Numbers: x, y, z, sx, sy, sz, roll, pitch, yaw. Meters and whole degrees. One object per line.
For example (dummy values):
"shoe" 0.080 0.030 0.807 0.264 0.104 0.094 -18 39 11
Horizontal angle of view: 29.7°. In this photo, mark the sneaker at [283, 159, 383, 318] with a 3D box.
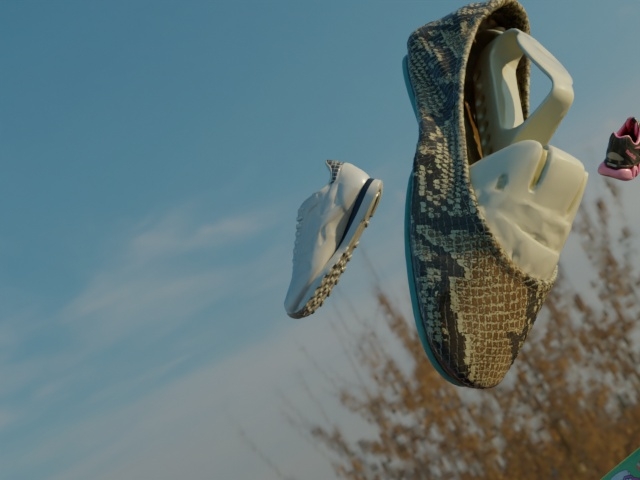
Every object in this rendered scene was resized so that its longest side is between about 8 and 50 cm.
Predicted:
"sneaker" 0.000 0.000 1.718 0.235 0.095 0.090 -61 -9 -9

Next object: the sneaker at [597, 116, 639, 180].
"sneaker" 0.330 -0.103 1.254 0.119 0.047 0.057 -29 -55 -48

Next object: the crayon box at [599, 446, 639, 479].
"crayon box" 0.622 0.423 2.090 0.313 0.106 0.363 -6 -34 -33

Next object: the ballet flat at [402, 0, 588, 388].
"ballet flat" 0.174 -0.086 1.192 0.182 0.483 0.164 -33 -54 31
